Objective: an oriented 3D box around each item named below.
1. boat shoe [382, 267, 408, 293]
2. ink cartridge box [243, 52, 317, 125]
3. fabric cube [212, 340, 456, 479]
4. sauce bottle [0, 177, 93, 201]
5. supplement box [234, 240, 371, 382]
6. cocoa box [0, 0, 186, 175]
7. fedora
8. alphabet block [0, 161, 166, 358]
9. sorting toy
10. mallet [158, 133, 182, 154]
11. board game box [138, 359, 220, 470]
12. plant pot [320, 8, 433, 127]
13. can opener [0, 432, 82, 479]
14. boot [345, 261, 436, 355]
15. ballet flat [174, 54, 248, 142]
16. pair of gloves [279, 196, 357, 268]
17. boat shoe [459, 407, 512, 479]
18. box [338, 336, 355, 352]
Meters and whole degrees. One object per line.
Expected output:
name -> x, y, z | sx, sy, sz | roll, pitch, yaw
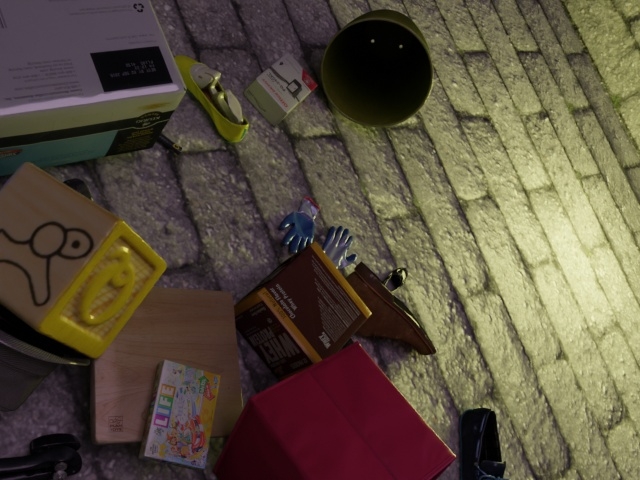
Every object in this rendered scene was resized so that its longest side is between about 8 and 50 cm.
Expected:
boat shoe -> 0.174, 0.096, 1.616 | 0.125, 0.038, 0.046 | -29, 87, -42
ink cartridge box -> -0.093, -0.357, 1.618 | 0.109, 0.063, 0.150 | 47, 48, -9
fabric cube -> 0.016, 0.377, 1.156 | 0.259, 0.254, 0.258 | -21, 58, -39
sauce bottle -> -0.531, -0.027, 1.086 | 0.344, 0.111, 0.111 | -26, 85, -44
supplement box -> -0.042, 0.144, 1.364 | 0.191, 0.129, 0.194 | 52, 47, -5
cocoa box -> -0.450, -0.271, 1.162 | 0.347, 0.228, 0.232 | -17, 80, -32
fedora -> -0.486, 0.158, 0.985 | 0.275, 0.243, 0.124 | 37, 80, -27
alphabet block -> -0.386, 0.033, 1.029 | 0.197, 0.193, 0.192 | 30, 77, 19
sorting toy -> -0.273, 0.215, 1.177 | 0.257, 0.089, 0.256 | 7, 64, -35
mallet -> -0.361, -0.227, 1.369 | 0.189, 0.039, 0.062 | 42, 50, -19
board game box -> -0.223, 0.280, 1.103 | 0.103, 0.026, 0.154 | 22, 57, -27
plant pot -> 0.161, -0.478, 1.770 | 0.274, 0.274, 0.294 | 40, 33, -15
can opener -> -0.446, 0.339, 1.015 | 0.186, 0.073, 0.059 | -5, 110, -36
boot -> 0.144, 0.178, 1.530 | 0.305, 0.115, 0.112 | 44, 3, -28
ballet flat -> -0.229, -0.319, 1.485 | 0.077, 0.077, 0.231 | -35, 91, -42
pair of gloves -> 0.000, 0.000, 1.541 | 0.198, 0.023, 0.159 | 38, 51, -16
boat shoe -> 0.363, 0.501, 1.526 | 0.109, 0.089, 0.258 | 8, 64, -35
box -> 0.049, 0.253, 1.433 | 0.062, 0.052, 0.083 | -20, 80, -41
